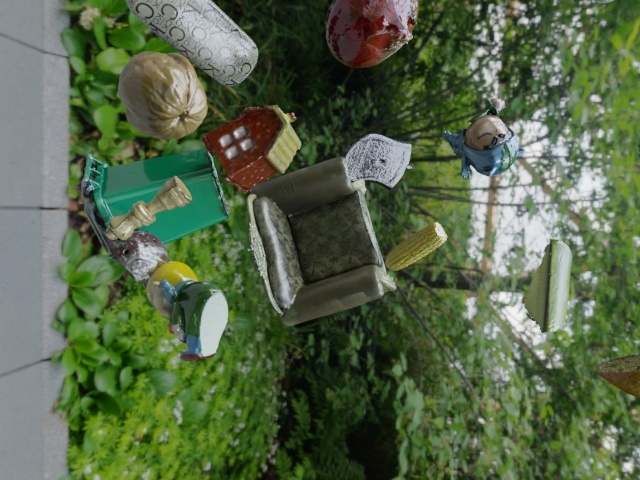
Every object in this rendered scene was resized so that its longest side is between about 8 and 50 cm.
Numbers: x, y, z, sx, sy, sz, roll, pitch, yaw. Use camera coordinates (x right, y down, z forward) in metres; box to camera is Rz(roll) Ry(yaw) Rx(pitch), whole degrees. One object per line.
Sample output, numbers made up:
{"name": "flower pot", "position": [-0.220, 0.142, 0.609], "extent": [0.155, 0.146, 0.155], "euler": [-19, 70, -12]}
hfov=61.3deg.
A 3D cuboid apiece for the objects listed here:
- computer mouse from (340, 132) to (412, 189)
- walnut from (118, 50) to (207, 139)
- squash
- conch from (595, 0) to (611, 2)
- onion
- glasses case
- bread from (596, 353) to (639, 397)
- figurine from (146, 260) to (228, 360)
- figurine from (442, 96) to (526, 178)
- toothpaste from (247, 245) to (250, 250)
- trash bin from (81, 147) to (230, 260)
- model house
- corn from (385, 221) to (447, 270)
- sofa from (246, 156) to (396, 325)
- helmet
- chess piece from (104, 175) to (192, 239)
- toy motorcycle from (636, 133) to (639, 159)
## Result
{"name": "computer mouse", "position": [0.144, -0.223, 1.457], "extent": [0.088, 0.264, 0.147], "euler": [50, -59, 45]}
{"name": "walnut", "position": [-0.511, -0.470, 1.754], "extent": [0.296, 0.284, 0.286], "euler": [26, 67, -62]}
{"name": "squash", "position": [0.600, 0.091, 1.407], "extent": [0.169, 0.093, 0.253], "euler": [-86, 173, -73]}
{"name": "conch", "position": [0.553, -0.506, 1.058], "extent": [0.076, 0.085, 0.056], "euler": [-54, 145, -8]}
{"name": "onion", "position": [0.125, -0.514, 1.265], "extent": [0.248, 0.247, 0.162], "euler": [75, -2, -52]}
{"name": "glasses case", "position": [-0.282, -0.484, 1.235], "extent": [0.354, 0.137, 0.085], "euler": [31, 16, -52]}
{"name": "bread", "position": [0.591, 0.252, 1.009], "extent": [0.054, 0.135, 0.155], "euler": [-70, 157, -44]}
{"name": "figurine", "position": [-0.304, 0.147, 1.173], "extent": [0.127, 0.234, 0.185], "euler": [-12, 112, -54]}
{"name": "figurine", "position": [0.312, -0.207, 1.071], "extent": [0.178, 0.114, 0.145], "euler": [-135, -150, -61]}
{"name": "toothpaste", "position": [-0.216, 0.015, 1.877], "extent": [0.027, 0.083, 0.019], "euler": [57, -9, 40]}
{"name": "trash bin", "position": [-0.487, -0.137, 1.610], "extent": [0.259, 0.380, 0.295], "euler": [-118, -168, -53]}
{"name": "model house", "position": [-0.167, -0.265, 1.504], "extent": [0.160, 0.253, 0.196], "euler": [63, 6, 11]}
{"name": "corn", "position": [0.314, 0.024, 1.789], "extent": [0.081, 0.248, 0.081], "euler": [23, 48, -29]}
{"name": "sofa", "position": [0.000, 0.000, 0.931], "extent": [0.182, 0.199, 0.259], "euler": [42, 33, -71]}
{"name": "helmet", "position": [-0.465, 0.033, 1.418], "extent": [0.153, 0.107, 0.177], "euler": [56, -7, 23]}
{"name": "chess piece", "position": [-0.326, -0.053, 1.005], "extent": [0.060, 0.171, 0.060], "euler": [58, 2, -3]}
{"name": "toy motorcycle", "position": [0.800, -0.225, 1.246], "extent": [0.296, 0.109, 0.199], "euler": [27, 60, -68]}
